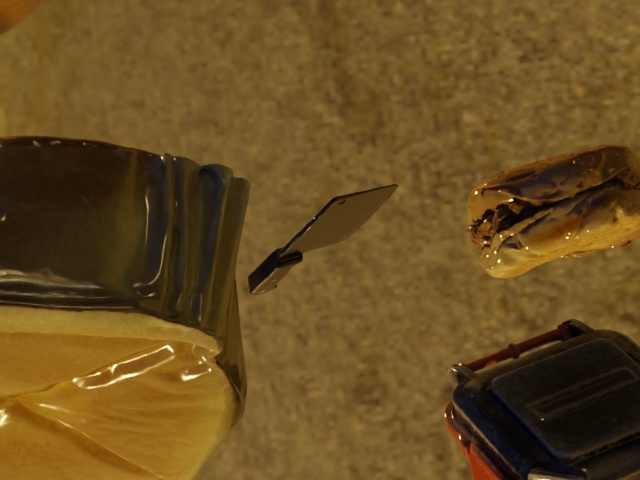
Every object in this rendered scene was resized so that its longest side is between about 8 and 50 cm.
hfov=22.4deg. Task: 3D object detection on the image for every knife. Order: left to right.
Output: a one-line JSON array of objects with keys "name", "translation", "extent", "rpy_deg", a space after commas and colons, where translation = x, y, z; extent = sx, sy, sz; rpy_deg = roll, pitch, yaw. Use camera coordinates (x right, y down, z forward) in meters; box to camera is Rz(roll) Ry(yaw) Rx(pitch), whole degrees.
[{"name": "knife", "translation": [0.000, 0.000, 1.389], "extent": [0.245, 0.072, 0.019], "rpy_deg": [-42, 64, 62]}]

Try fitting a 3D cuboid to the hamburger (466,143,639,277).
[{"name": "hamburger", "translation": [0.258, -0.028, 1.724], "extent": [0.214, 0.214, 0.108], "rpy_deg": [146, 113, -64]}]

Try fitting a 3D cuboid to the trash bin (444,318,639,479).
[{"name": "trash bin", "translation": [0.188, 0.196, 1.179], "extent": [0.184, 0.161, 0.238], "rpy_deg": [-131, 28, -51]}]

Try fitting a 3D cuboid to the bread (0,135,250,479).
[{"name": "bread", "translation": [-0.138, 0.036, 0.747], "extent": [0.192, 0.210, 0.109], "rpy_deg": [106, 163, -55]}]

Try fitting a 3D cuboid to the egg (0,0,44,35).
[{"name": "egg", "translation": [-0.386, -0.298, 1.458], "extent": [0.250, 0.323, 0.250], "rpy_deg": [-173, 90, -83]}]
